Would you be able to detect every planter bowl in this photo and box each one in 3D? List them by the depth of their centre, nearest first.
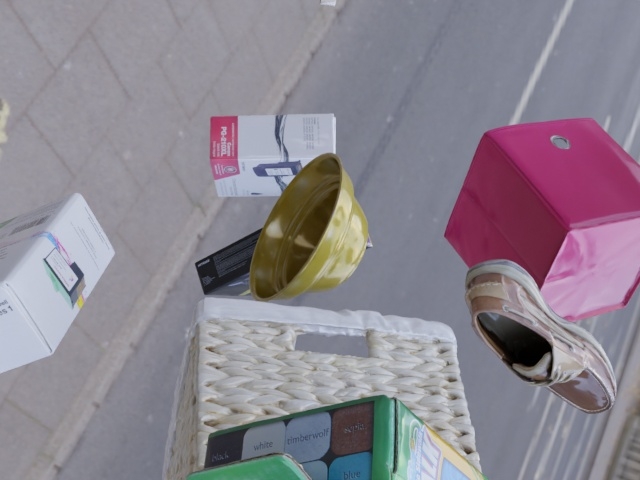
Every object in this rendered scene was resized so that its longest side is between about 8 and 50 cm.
[{"bbox_3d":[0.000,0.000,1.165,0.090,0.217,0.217,28,77,-22],"label":"planter bowl"}]

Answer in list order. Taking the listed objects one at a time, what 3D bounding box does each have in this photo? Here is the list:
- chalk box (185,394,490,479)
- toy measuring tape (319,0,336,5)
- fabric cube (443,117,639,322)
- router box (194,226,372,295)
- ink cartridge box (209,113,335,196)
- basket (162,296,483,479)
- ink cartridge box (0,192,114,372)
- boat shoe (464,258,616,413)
[{"bbox_3d":[0.016,0.244,0.682,0.289,0.180,0.179,44,39,-41],"label":"chalk box"},{"bbox_3d":[0.039,-0.606,1.862,0.121,0.121,0.330,-52,166,-36],"label":"toy measuring tape"},{"bbox_3d":[0.415,-0.032,1.550,0.254,0.258,0.259,-9,136,-24],"label":"fabric cube"},{"bbox_3d":[-0.077,0.030,1.918,0.243,0.309,0.081,9,59,-60],"label":"router box"},{"bbox_3d":[-0.089,-0.163,1.714,0.172,0.237,0.100,91,-3,-69],"label":"ink cartridge box"},{"bbox_3d":[-0.011,0.277,1.032,0.266,0.329,0.331,-101,-159,-56],"label":"basket"},{"bbox_3d":[-0.425,0.067,1.193,0.278,0.202,0.117,-81,148,-64],"label":"ink cartridge box"},{"bbox_3d":[0.326,0.170,1.329,0.324,0.123,0.116,41,40,-17],"label":"boat shoe"}]
